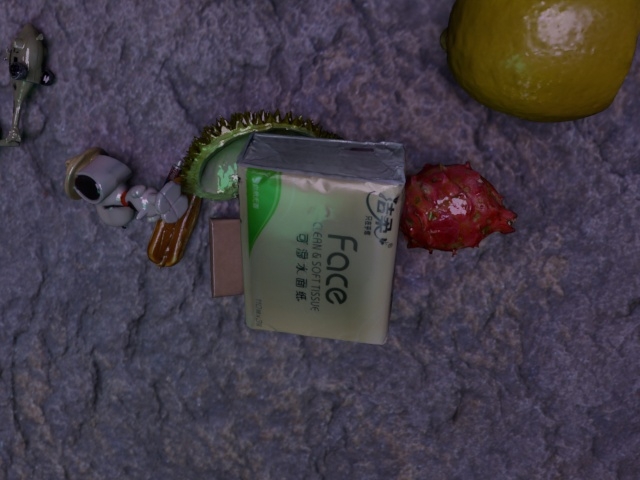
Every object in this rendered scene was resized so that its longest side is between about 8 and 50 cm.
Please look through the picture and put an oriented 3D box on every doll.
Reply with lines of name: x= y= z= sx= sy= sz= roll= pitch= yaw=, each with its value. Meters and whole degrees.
doll: x=-0.439 y=-0.123 z=1.294 sx=0.271 sy=0.144 sz=0.208 roll=-5 pitch=130 yaw=39

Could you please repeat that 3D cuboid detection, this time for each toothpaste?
toothpaste: x=-0.361 y=-0.130 z=1.377 sx=0.037 sy=0.021 sz=0.140 roll=27 pitch=104 yaw=0

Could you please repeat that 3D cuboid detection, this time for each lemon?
lemon: x=0.407 y=-0.399 z=1.115 sx=0.364 sy=0.364 sz=0.364 roll=1 pitch=101 yaw=4

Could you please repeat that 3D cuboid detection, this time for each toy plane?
toy plane: x=-0.692 y=-0.354 z=1.326 sx=0.108 sy=0.092 sz=0.286 roll=16 pitch=101 yaw=22

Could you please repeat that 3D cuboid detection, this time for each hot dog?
hot dog: x=-0.347 y=-0.037 z=1.369 sx=0.092 sy=0.062 sz=0.235 roll=22 pitch=97 yaw=-16

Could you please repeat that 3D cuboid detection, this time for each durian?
durian: x=-0.135 y=-0.193 z=1.284 sx=0.394 sy=0.163 sz=0.198 roll=-7 pitch=100 yaw=-5

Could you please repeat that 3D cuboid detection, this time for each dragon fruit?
dragon fruit: x=0.295 y=-0.072 z=1.260 sx=0.268 sy=0.210 sz=0.205 roll=9 pitch=141 yaw=4

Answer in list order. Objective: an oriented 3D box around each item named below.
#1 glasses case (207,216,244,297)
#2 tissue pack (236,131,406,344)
glasses case: x=-0.219 y=0.035 z=1.383 sx=0.102 sy=0.070 sz=0.193 roll=-5 pitch=99 yaw=-24
tissue pack: x=0.000 y=0.000 z=1.214 sx=0.332 sy=0.205 sz=0.405 roll=6 pitch=124 yaw=7
